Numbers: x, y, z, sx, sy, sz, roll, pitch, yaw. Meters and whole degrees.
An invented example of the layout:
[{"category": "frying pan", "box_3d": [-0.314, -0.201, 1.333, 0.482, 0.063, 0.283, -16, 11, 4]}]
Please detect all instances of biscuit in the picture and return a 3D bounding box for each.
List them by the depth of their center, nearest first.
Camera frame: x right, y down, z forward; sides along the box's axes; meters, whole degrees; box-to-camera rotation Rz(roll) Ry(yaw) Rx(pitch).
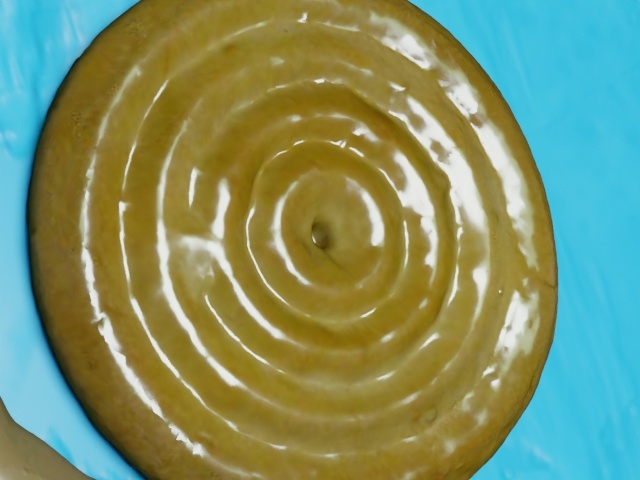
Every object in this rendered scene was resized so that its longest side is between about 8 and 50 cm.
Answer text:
[{"category": "biscuit", "box_3d": [0.000, 0.000, 0.592, 0.262, 0.037, 0.262, 6, 77, -27]}]

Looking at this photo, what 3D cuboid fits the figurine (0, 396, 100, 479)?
[{"category": "figurine", "box_3d": [-0.149, 0.130, 0.408, 0.247, 0.177, 0.173, 45, 45, -21]}]
